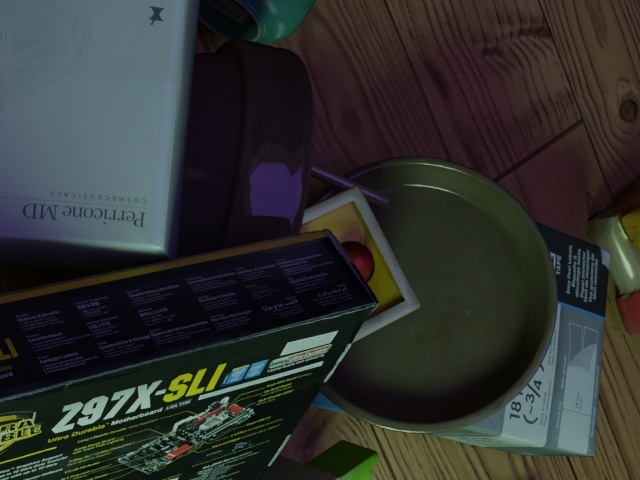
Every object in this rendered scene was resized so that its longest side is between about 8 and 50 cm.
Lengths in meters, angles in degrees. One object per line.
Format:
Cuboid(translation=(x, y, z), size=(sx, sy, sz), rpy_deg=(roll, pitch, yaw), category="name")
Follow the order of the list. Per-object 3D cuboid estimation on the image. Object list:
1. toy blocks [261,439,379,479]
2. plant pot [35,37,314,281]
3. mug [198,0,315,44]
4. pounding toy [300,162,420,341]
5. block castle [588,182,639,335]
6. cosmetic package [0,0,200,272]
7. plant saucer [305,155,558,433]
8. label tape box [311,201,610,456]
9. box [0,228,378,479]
Cuboid(translation=(-0.090, 0.369, 0.985), size=(0.381, 0.191, 0.261), rpy_deg=(-28, 114, -37), category="toy blocks")
Cuboid(translation=(-0.156, -0.049, 0.939), size=(0.229, 0.263, 0.263), rpy_deg=(10, 78, -19), category="plant pot")
Cuboid(translation=(-0.079, -0.247, 1.089), size=(0.097, 0.157, 0.129), rpy_deg=(-63, 145, -22), category="mug")
Cuboid(translation=(0.005, -0.009, 1.079), size=(0.181, 0.094, 0.206), rpy_deg=(-26, 86, -21), category="pounding toy")
Cuboid(translation=(0.591, -0.045, 1.485), size=(0.453, 0.303, 0.213), rpy_deg=(-33, 99, -37), category="block castle")
Cuboid(translation=(-0.201, -0.100, 0.770), size=(0.224, 0.138, 0.225), rpy_deg=(4, 82, -3), category="cosmetic package")
Cuboid(translation=(0.095, 0.053, 1.154), size=(0.278, 0.041, 0.278), rpy_deg=(1, 76, -3), category="plant saucer")
Cuboid(translation=(0.161, 0.090, 1.244), size=(0.333, 0.106, 0.241), rpy_deg=(18, 73, -36), category="label tape box")
Cuboid(translation=(-0.148, 0.123, 0.775), size=(0.322, 0.257, 0.079), rpy_deg=(-12, 55, -36), category="box")
